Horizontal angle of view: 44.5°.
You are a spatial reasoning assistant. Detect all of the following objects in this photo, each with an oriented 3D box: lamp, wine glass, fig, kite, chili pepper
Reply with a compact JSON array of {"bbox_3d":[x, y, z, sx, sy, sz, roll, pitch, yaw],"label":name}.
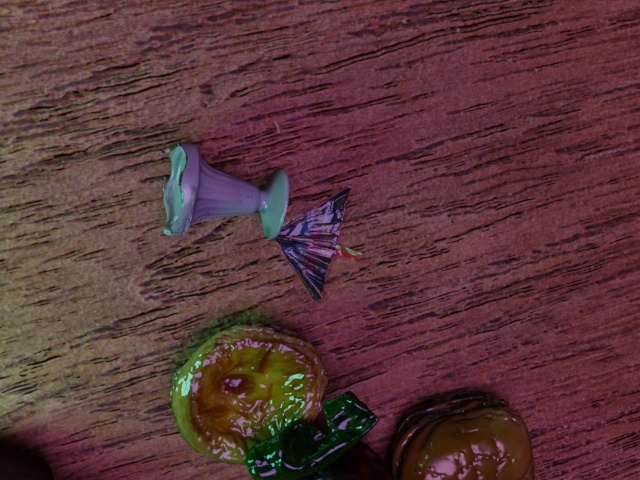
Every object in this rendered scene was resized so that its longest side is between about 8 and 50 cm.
[{"bbox_3d":[-0.581,0.442,1.353,0.258,0.180,0.180,26,96,-20],"label":"lamp"},{"bbox_3d":[-0.165,-0.074,1.344,0.197,0.165,0.164,10,101,-21],"label":"wine glass"},{"bbox_3d":[0.035,0.482,1.506,0.263,0.224,0.224,23,97,-17],"label":"fig"},{"bbox_3d":[0.000,0.000,1.477,0.183,0.014,0.241,17,98,-18],"label":"kite"},{"bbox_3d":[-0.016,0.364,1.404,0.253,0.083,0.099,-29,85,-4],"label":"chili pepper"}]

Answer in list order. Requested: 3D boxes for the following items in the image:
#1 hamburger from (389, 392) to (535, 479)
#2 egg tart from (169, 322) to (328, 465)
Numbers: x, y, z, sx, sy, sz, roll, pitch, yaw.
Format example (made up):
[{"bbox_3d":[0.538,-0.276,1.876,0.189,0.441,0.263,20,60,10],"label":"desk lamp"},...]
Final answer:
[{"bbox_3d":[0.287,0.465,1.590,0.319,0.158,0.318,-3,102,-15],"label":"hamburger"},{"bbox_3d":[-0.134,0.277,1.460,0.295,0.116,0.294,-4,107,-13],"label":"egg tart"}]
